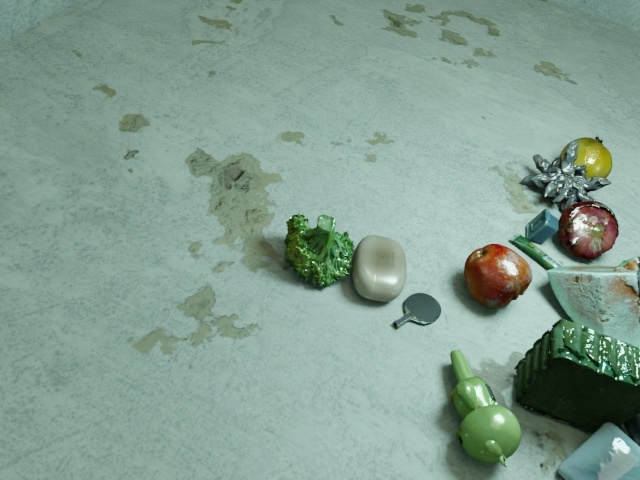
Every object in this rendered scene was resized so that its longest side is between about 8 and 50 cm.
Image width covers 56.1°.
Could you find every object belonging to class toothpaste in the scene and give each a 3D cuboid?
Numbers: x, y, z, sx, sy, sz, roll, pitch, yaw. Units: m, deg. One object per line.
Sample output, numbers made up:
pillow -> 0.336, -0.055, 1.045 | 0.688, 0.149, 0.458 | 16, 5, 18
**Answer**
toothpaste -> 0.654, 0.048, 1.784 | 0.049, 0.031, 0.204 | -28, 58, -33

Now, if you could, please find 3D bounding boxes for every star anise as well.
star anise -> 0.794, -0.189, 1.951 | 0.212, 0.129, 0.283 | -35, 72, -2

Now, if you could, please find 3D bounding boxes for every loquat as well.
loquat -> 0.897, -0.263, 2.045 | 0.204, 0.149, 0.172 | -38, 65, -19

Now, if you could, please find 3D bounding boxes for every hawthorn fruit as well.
hawthorn fruit -> 0.472, 0.091, 1.613 | 0.172, 0.173, 0.173 | 7, 48, -7

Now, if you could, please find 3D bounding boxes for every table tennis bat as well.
table tennis bat -> 0.250, 0.188, 1.573 | 0.158, 0.014, 0.095 | -25, 60, -33

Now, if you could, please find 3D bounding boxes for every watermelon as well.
watermelon -> 0.767, 0.116, 1.625 | 0.289, 0.214, 0.320 | 26, 60, 12

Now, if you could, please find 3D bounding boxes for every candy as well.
candy -> 0.629, 0.501, 1.319 | 0.174, 0.071, 0.138 | -35, 54, -12

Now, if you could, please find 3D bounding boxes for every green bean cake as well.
green bean cake -> 0.607, 0.319, 1.385 | 0.255, 0.241, 0.132 | 19, 42, 4

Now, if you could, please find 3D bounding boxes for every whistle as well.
whistle -> 0.346, 0.386, 1.365 | 0.141, 0.141, 0.294 | -6, 32, -19

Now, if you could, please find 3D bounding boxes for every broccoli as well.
broccoli -> 0.000, 0.000, 1.562 | 0.219, 0.194, 0.194 | 39, 51, 16

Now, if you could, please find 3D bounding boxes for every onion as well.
onion -> 0.805, -0.030, 1.830 | 0.183, 0.147, 0.184 | 0, 81, 2

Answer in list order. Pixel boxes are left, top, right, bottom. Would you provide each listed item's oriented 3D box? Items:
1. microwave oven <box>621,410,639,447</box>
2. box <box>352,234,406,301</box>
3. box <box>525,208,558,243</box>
microwave oven -> 0.800, 0.452, 1.388 | 0.163, 0.129, 0.205 | 5, 48, -12
box -> 0.157, 0.072, 1.603 | 0.145, 0.088, 0.200 | 13, 46, -4
box -> 0.675, -0.038, 1.825 | 0.054, 0.099, 0.074 | 29, 46, -7
